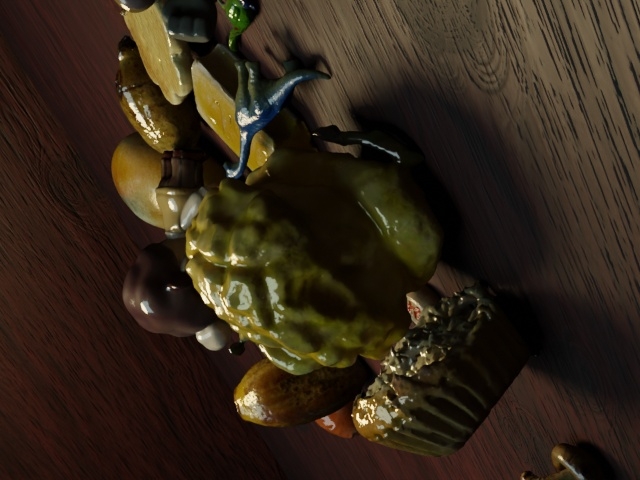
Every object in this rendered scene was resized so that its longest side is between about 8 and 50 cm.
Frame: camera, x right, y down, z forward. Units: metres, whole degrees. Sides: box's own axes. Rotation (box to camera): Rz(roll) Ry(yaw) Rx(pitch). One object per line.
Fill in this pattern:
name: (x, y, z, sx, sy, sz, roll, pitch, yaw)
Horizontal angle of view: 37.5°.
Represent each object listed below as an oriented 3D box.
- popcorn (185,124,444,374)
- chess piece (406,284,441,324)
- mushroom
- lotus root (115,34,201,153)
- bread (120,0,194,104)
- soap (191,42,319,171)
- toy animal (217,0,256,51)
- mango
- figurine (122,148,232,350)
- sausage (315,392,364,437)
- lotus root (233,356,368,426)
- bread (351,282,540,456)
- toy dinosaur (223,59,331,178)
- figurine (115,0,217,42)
popcorn: (0.000, 0.000, 1.320, 0.349, 0.382, 0.349, 30, -155, -16)
chess piece: (0.166, 0.107, 1.513, 0.084, 0.038, 0.084, 48, 161, 22)
mushroom: (0.357, 0.336, 1.388, 0.129, 0.073, 0.088, -5, 143, 31)
lotus root: (-0.328, -0.286, 1.868, 0.145, 0.128, 0.260, -83, -30, -60)
bread: (-0.292, -0.386, 1.649, 0.316, 0.054, 0.316, 56, 160, 32)
soap: (-0.106, -0.190, 1.570, 0.257, 0.080, 0.160, 47, 161, 20)
toy animal: (-0.135, -0.345, 1.421, 0.075, 0.041, 0.217, 53, 167, -4)
mango: (-0.316, -0.123, 2.063, 0.384, 0.199, 0.221, 24, 143, 34)
figurine: (-0.258, 0.013, 1.845, 0.206, 0.365, 0.218, 20, 171, -42)
sausage: (0.011, 0.362, 2.251, 0.258, 0.133, 0.133, 51, 162, 4)
lotus root: (-0.047, 0.322, 2.091, 0.193, 0.291, 0.193, 157, 90, -84)
bread: (0.166, 0.191, 1.311, 0.149, 0.274, 0.274, 44, 162, 0)
toy dinosaur: (-0.076, -0.178, 1.409, 0.247, 0.075, 0.188, 7, 106, 46)
figurine: (-0.212, -0.397, 1.111, 0.342, 0.285, 0.167, 49, 164, 19)
